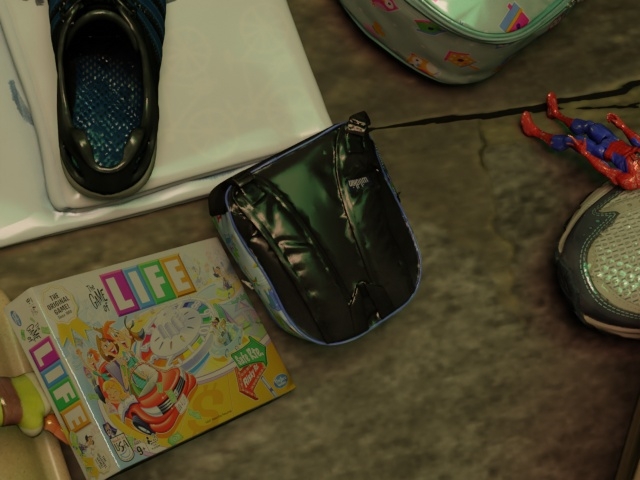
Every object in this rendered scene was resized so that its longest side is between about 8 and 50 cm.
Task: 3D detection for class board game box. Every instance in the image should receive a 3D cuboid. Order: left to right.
[{"bbox_3d":[-0.089,0.061,0.702,0.154,0.026,0.103,-18,77,-55],"label":"board game box"}]

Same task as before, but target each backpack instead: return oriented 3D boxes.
[{"bbox_3d":[0.000,0.000,0.749,0.105,0.084,0.114,-29,94,-15],"label":"backpack"},{"bbox_3d":[0.100,-0.200,0.793,0.166,0.144,0.188,43,75,-4],"label":"backpack"}]

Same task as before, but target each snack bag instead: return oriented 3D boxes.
[{"bbox_3d":[-0.197,-0.155,0.779,0.342,0.037,0.323,-16,80,-14],"label":"snack bag"}]

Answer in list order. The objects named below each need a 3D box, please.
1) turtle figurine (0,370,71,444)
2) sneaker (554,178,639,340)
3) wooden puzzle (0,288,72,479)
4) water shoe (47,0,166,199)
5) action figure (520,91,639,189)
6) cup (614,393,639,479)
[{"bbox_3d":[-0.254,0.079,0.609,0.269,0.087,0.217,-17,79,-19],"label":"turtle figurine"},{"bbox_3d":[0.277,-0.023,0.772,0.283,0.122,0.110,-17,80,-14],"label":"sneaker"},{"bbox_3d":[-0.284,0.212,0.646,0.347,0.080,0.322,-18,80,-14],"label":"wooden puzzle"},{"bbox_3d":[-0.118,-0.127,0.727,0.072,0.080,0.203,-5,78,-13],"label":"water shoe"},{"bbox_3d":[0.174,-0.060,0.794,0.038,0.030,0.115,-34,44,-20],"label":"action figure"},{"bbox_3d":[0.283,0.136,0.672,0.236,0.331,0.331,18,73,12],"label":"cup"}]
